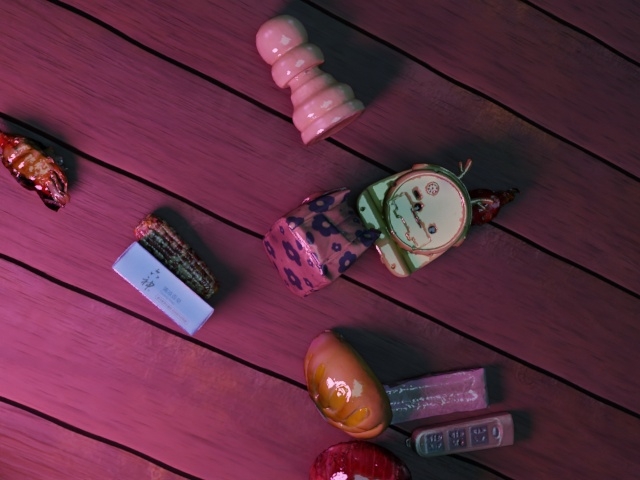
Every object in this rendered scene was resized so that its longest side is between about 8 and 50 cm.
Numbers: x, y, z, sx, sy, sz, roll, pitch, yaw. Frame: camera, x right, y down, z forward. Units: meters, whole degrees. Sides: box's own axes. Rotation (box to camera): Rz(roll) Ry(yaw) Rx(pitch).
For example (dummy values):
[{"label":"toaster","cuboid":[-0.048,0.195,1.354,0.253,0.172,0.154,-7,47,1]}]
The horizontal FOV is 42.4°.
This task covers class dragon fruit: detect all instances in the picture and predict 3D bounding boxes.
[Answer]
[{"label":"dragon fruit","cuboid":[0.424,-0.098,2.054,0.190,0.094,0.094,-25,93,-17]}]

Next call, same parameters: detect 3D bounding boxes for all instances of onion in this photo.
[{"label":"onion","cuboid":[0.096,0.556,1.894,0.252,0.252,0.219,39,36,-9]}]

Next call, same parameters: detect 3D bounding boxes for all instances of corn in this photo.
[{"label":"corn","cuboid":[-0.326,0.039,1.880,0.079,0.079,0.237,-44,100,-11]}]

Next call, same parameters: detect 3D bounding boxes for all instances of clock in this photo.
[{"label":"clock","cuboid":[0.255,-0.073,1.971,0.308,0.096,0.235,-29,92,4]}]

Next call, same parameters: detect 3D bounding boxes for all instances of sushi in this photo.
[{"label":"sushi","cuboid":[-0.625,-0.170,1.808,0.097,0.103,0.226,-41,101,16]}]

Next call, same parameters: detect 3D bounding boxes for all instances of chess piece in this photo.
[{"label":"chess piece","cuboid":[-0.038,-0.390,1.927,0.167,0.167,0.300,-31,91,-12]}]

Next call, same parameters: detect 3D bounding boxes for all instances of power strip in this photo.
[{"label":"power strip","cuboid":[0.350,0.480,2.034,0.285,0.048,0.080,-5,88,-12]}]

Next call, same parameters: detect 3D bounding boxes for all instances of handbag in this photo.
[{"label":"handbag","cuboid":[0.000,0.000,1.873,0.193,0.251,0.190,-32,87,-22]}]

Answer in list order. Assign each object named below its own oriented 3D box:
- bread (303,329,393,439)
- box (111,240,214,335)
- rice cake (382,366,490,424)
[{"label":"bread","cuboid":[0.050,0.331,1.908,0.158,0.156,0.261,-35,60,-10]},{"label":"box","cuboid":[-0.352,0.106,1.833,0.232,0.142,0.083,41,79,-8]},{"label":"rice cake","cuboid":[0.274,0.379,2.016,0.297,0.050,0.106,-7,89,-13]}]
